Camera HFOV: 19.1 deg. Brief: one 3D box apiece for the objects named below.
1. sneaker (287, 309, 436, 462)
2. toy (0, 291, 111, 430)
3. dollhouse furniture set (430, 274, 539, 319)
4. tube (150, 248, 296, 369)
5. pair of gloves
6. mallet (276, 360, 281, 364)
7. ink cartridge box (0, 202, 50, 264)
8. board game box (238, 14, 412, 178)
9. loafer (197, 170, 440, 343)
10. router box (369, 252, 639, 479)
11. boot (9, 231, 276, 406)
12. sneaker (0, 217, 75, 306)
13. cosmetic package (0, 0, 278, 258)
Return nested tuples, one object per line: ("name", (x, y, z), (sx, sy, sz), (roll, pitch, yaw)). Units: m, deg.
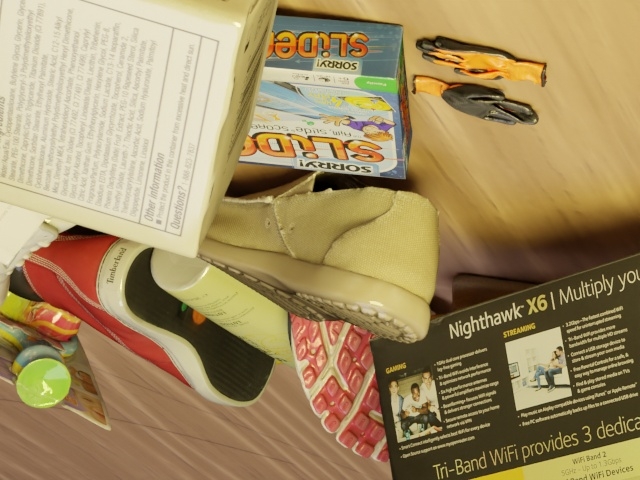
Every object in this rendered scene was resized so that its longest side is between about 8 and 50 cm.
("sneaker", (0.066, 0.121, 1.485), (0.299, 0.121, 0.112), (45, 177, -39))
("toy", (-0.239, 0.060, 1.574), (0.137, 0.056, 0.237), (29, -166, -25))
("dollhouse furniture set", (0.175, 0.114, 1.234), (0.301, 0.197, 0.151), (7, 159, 26))
("tube", (-0.038, 0.058, 1.474), (0.070, 0.062, 0.240), (44, -176, 40))
("pair of gloves", (0.087, -0.086, 1.049), (0.074, 0.010, 0.083), (15, 161, 6))
("mallet", (-0.015, 0.103, 1.617), (0.190, 0.039, 0.062), (-1, 153, 33))
("ink cartridge box", (-0.221, -0.060, 1.209), (0.143, 0.092, 0.090), (30, 114, -30))
("board game box", (-0.051, -0.086, 1.089), (0.201, 0.035, 0.136), (5, 159, 8))
("loafer", (0.000, 0.000, 1.246), (0.102, 0.092, 0.268), (33, 171, -33))
("router box", (0.183, 0.140, 1.125), (0.309, 0.243, 0.081), (-20, 163, 39))
("boot", (-0.153, 0.052, 1.534), (0.176, 0.088, 0.244), (12, 160, 36))
("sneaker", (-0.225, -0.012, 1.362), (0.115, 0.090, 0.232), (8, 148, -1))
("cosmetic package", (-0.183, -0.120, 0.954), (0.309, 0.113, 0.160), (18, 131, 2))
